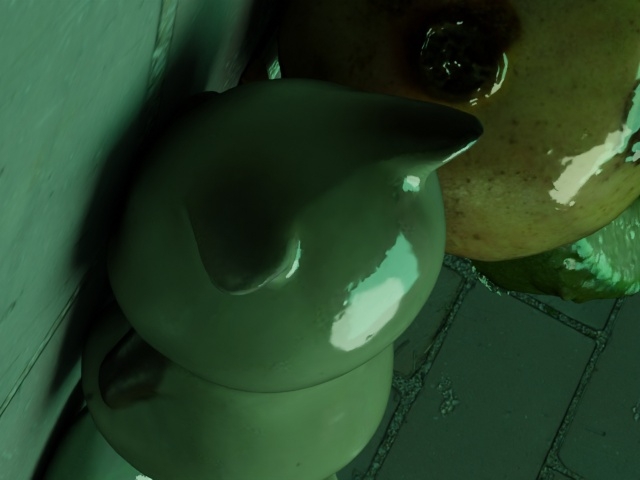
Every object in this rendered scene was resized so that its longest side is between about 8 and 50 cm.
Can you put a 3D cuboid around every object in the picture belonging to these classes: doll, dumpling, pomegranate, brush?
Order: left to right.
[{"bbox_3d":[-0.144,0.184,1.261,0.105,0.149,0.217,55,-45,46],"label":"dumpling"},{"bbox_3d":[-0.089,-0.049,1.225,0.314,0.017,0.090,-61,174,-6],"label":"brush"},{"bbox_3d":[-0.040,0.038,1.044,0.215,0.226,0.370,-27,150,-25],"label":"doll"},{"bbox_3d":[0.120,-0.146,1.134,0.322,0.322,0.322,-62,177,-5],"label":"pomegranate"}]

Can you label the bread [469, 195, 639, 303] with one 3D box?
[{"bbox_3d":[0.217,-0.124,1.495,0.382,0.129,0.366,-4,93,-53],"label":"bread"}]
